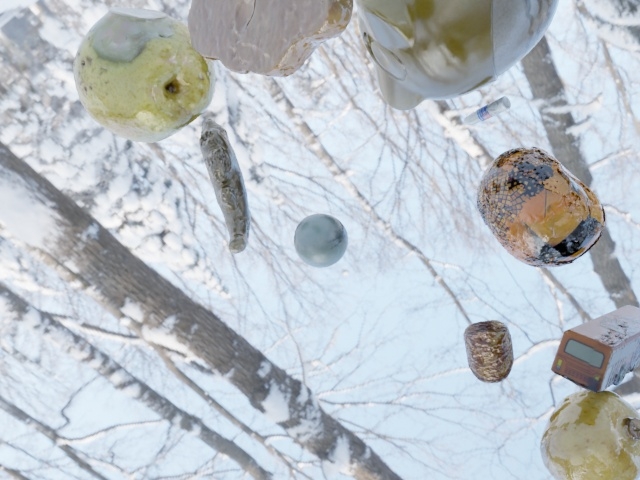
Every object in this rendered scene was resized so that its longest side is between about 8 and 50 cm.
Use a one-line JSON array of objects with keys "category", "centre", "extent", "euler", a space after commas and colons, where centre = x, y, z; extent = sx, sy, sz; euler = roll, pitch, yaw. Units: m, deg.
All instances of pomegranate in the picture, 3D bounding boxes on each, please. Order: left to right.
[{"category": "pomegranate", "centre": [0.473, 0.343, 1.098], "extent": [0.196, 0.196, 0.196], "euler": [-28, -148, 19]}]

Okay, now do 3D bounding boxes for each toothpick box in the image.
[{"category": "toothpick box", "centre": [0.294, -0.544, 1.507], "extent": [0.425, 0.409, 0.409], "euler": [-38, -150, -6]}]

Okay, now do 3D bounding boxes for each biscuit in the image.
[{"category": "biscuit", "centre": [-0.063, -0.407, 0.872], "extent": [0.385, 0.062, 0.365], "euler": [19, -73, 49]}]

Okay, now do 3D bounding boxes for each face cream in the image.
[{"category": "face cream", "centre": [0.405, -0.313, 1.582], "extent": [0.130, 0.034, 0.034], "euler": [-20, -147, 54]}]

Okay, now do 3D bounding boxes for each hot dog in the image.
[{"category": "hot dog", "centre": [0.350, 0.227, 1.342], "extent": [0.099, 0.147, 0.065], "euler": [-12, -157, 14]}]

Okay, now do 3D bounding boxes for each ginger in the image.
[{"category": "ginger", "centre": [-0.207, -0.132, 1.464], "extent": [0.080, 0.333, 0.166], "euler": [-22, 174, 9]}]

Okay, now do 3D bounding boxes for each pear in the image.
[{"category": "pear", "centre": [-0.331, -0.312, 1.243], "extent": [0.271, 0.271, 0.271], "euler": [-28, -148, 19]}]

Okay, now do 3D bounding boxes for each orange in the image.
[{"category": "orange", "centre": [0.389, -0.062, 1.160], "extent": [0.182, 0.234, 0.234], "euler": [-52, -158, 30]}]

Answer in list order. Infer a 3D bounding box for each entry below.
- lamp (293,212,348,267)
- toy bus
[{"category": "lamp", "centre": [0.000, 0.000, 1.208], "extent": [0.105, 0.105, 0.105], "euler": [-28, -148, 19]}, {"category": "toy bus", "centre": [0.525, 0.185, 1.149], "extent": [0.093, 0.409, 0.092], "euler": [21, -75, 36]}]
